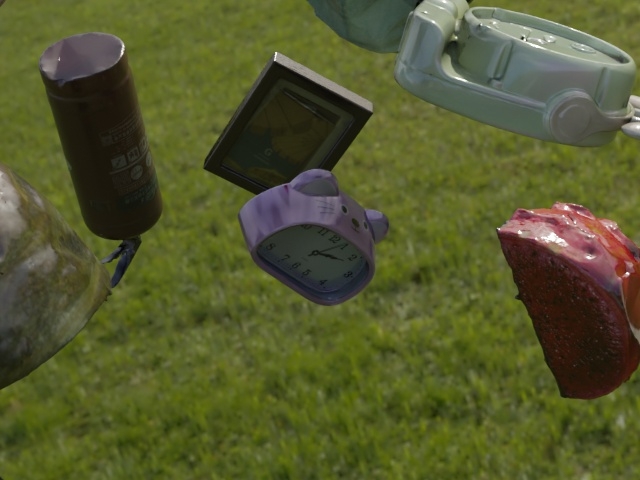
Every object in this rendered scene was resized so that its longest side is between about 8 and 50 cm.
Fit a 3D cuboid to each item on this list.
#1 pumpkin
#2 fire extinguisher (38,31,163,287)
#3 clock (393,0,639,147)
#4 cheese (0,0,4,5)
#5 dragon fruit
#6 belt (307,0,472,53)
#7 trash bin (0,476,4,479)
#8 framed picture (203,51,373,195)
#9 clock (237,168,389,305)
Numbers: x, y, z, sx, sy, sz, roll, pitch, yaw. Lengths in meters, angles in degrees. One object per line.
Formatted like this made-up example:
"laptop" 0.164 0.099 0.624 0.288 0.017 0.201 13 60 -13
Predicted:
"pumpkin" -0.294 0.021 0.885 0.312 0.148 0.169 -21 35 -25
"fire extinguisher" -0.286 -0.100 1.729 0.114 0.337 0.135 15 45 27
"clock" 0.153 -0.117 0.912 0.191 0.062 0.151 19 20 6
"cheese" -0.227 -0.225 0.749 0.074 0.286 0.189 11 43 11
"dragon fruit" 0.317 0.069 1.502 0.163 0.261 0.189 -28 27 -12
"belt" 0.092 -0.315 1.328 0.257 0.207 0.150 -41 65 14
"trash bin" -0.477 0.353 1.356 0.252 0.203 0.301 27 60 19
"framed picture" -0.038 -0.117 1.458 0.168 0.128 0.023 -53 19 33
"clock" 0.000 0.000 1.275 0.110 0.153 0.050 -34 46 21
